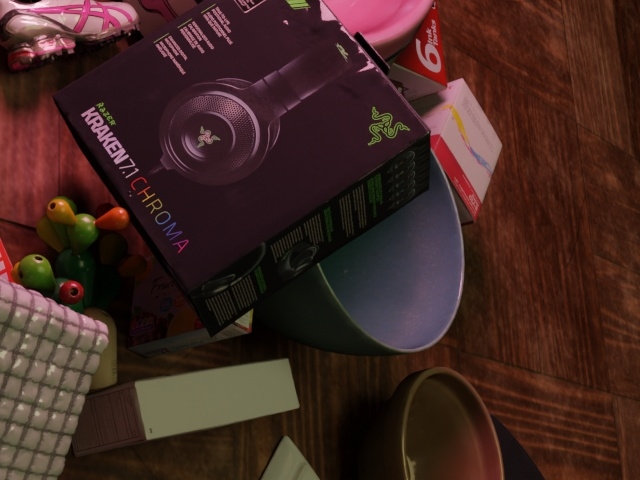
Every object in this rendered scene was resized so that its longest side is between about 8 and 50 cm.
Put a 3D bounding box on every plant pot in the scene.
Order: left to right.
[{"bbox_3d":[0.000,0.000,1.495,0.290,0.195,0.290,23,60,-45],"label":"plant pot"},{"bbox_3d":[0.122,0.280,1.638,0.237,0.109,0.237,25,58,-48],"label":"plant pot"}]

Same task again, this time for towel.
[{"bbox_3d":[-0.319,0.147,1.004,0.235,0.121,0.284,27,78,-46],"label":"towel"}]

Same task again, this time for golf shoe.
[{"bbox_3d":[-0.252,-0.227,1.349,0.186,0.067,0.086,-28,98,-55],"label":"golf shoe"}]

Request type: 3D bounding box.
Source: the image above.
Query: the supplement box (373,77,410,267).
[{"bbox_3d":[0.053,-0.072,1.665,0.073,0.130,0.239,4,74,-56],"label":"supplement box"}]

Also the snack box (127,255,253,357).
[{"bbox_3d":[-0.129,0.055,1.342,0.037,0.141,0.100,33,51,-44],"label":"snack box"}]

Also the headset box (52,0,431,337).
[{"bbox_3d":[-0.062,-0.097,1.268,0.246,0.283,0.131,54,-10,20],"label":"headset box"}]

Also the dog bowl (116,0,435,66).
[{"bbox_3d":[-0.035,-0.345,1.513,0.408,0.150,0.408,11,69,-29],"label":"dog bowl"}]

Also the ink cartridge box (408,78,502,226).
[{"bbox_3d":[0.151,-0.110,1.822,0.127,0.128,0.176,55,39,-26],"label":"ink cartridge box"}]

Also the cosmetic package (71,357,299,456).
[{"bbox_3d":[-0.133,0.163,1.332,0.239,0.099,0.060,-2,78,-56],"label":"cosmetic package"}]

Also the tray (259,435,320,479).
[{"bbox_3d":[0.011,0.363,1.516,0.270,0.030,0.145,58,38,-23],"label":"tray"}]

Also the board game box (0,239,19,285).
[{"bbox_3d":[-0.351,0.025,1.123,0.193,0.045,0.147,-37,109,-54],"label":"board game box"}]

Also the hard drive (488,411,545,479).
[{"bbox_3d":[0.256,0.363,1.843,0.255,0.054,0.172,54,39,-27],"label":"hard drive"}]

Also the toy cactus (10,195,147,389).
[{"bbox_3d":[-0.212,0.045,1.242,0.219,0.112,0.180,-79,159,-84],"label":"toy cactus"}]

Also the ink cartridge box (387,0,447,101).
[{"bbox_3d":[0.028,-0.355,1.747,0.272,0.130,0.309,13,66,-51],"label":"ink cartridge box"}]
